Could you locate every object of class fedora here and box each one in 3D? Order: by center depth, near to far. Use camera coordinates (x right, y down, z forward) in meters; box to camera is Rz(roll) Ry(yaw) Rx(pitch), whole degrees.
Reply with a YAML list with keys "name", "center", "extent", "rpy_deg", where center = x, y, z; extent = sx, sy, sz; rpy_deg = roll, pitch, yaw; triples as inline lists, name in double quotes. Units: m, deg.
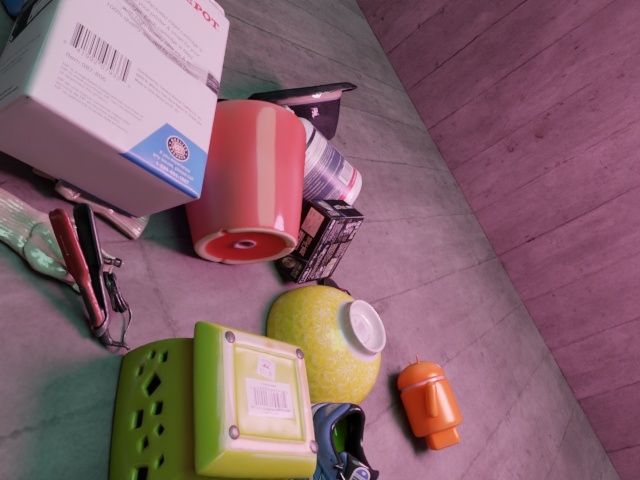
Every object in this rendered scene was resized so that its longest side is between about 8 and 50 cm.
- name: "fedora"
  center: [-0.042, -0.349, 1.392]
  extent: [0.334, 0.333, 0.153]
  rpy_deg: [-38, 124, -59]

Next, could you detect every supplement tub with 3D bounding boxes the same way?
- name: "supplement tub"
  center: [-0.047, -0.179, 1.243]
  extent: [0.272, 0.191, 0.191]
  rpy_deg: [41, 35, -24]

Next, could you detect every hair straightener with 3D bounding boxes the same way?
- name: "hair straightener"
  center: [-0.318, 0.054, 0.741]
  extent: [0.089, 0.047, 0.231]
  rpy_deg: [-35, 111, -57]

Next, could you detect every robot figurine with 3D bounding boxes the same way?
- name: "robot figurine"
  center: [0.267, 0.394, 1.226]
  extent: [0.158, 0.128, 0.220]
  rpy_deg: [11, 54, -50]

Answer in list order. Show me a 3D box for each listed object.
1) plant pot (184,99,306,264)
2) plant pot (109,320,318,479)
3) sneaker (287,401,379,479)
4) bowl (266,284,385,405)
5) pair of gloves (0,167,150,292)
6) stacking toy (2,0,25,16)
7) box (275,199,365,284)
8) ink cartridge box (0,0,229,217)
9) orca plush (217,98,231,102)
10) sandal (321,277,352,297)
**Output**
- name: "plant pot"
  center: [-0.151, -0.097, 0.979]
  extent: [0.274, 0.274, 0.243]
  rpy_deg: [18, 59, -46]
- name: "plant pot"
  center: [-0.139, 0.252, 0.715]
  extent: [0.228, 0.207, 0.227]
  rpy_deg: [27, 42, -41]
- name: "sneaker"
  center: [0.012, 0.417, 0.827]
  extent: [0.129, 0.147, 0.330]
  rpy_deg: [37, 42, -28]
- name: "bowl"
  center: [0.043, 0.209, 1.057]
  extent: [0.289, 0.156, 0.290]
  rpy_deg: [35, 37, -32]
- name: "pair of gloves"
  center: [-0.389, -0.043, 0.790]
  extent: [0.204, 0.042, 0.240]
  rpy_deg: [45, 34, -20]
- name: "stacking toy"
  center: [-0.457, -0.485, 1.009]
  extent: [0.301, 0.165, 0.175]
  rpy_deg: [14, 67, -63]
- name: "box"
  center: [0.000, 0.000, 1.147]
  extent: [0.077, 0.180, 0.147]
  rpy_deg: [39, 24, 26]
- name: "ink cartridge box"
  center: [-0.320, -0.280, 0.808]
  extent: [0.285, 0.166, 0.395]
  rpy_deg: [35, 51, -48]
- name: "orca plush"
  center: [-0.259, -0.292, 1.134]
  extent: [0.287, 0.102, 0.151]
  rpy_deg: [-17, 77, -58]
- name: "sandal"
  center: [0.066, 0.160, 1.241]
  extent: [0.179, 0.040, 0.067]
  rpy_deg: [54, 31, -5]
